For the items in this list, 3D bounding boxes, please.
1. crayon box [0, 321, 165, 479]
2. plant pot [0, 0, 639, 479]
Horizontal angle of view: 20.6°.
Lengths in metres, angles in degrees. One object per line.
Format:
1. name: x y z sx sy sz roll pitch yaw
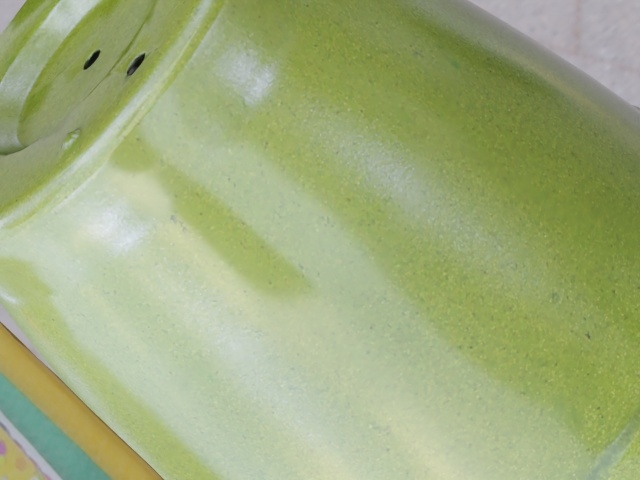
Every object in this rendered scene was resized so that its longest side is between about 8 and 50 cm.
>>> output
1. crayon box: -0.076 0.151 0.384 0.083 0.203 0.323 -18 125 35
2. plant pot: 0.000 0.000 0.926 0.353 0.366 0.366 40 144 -28
